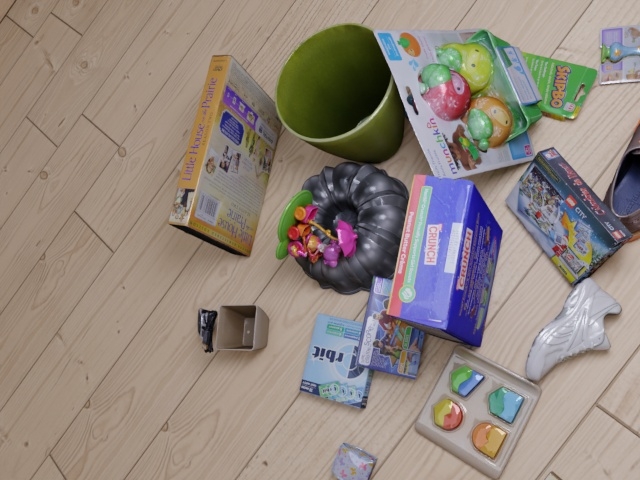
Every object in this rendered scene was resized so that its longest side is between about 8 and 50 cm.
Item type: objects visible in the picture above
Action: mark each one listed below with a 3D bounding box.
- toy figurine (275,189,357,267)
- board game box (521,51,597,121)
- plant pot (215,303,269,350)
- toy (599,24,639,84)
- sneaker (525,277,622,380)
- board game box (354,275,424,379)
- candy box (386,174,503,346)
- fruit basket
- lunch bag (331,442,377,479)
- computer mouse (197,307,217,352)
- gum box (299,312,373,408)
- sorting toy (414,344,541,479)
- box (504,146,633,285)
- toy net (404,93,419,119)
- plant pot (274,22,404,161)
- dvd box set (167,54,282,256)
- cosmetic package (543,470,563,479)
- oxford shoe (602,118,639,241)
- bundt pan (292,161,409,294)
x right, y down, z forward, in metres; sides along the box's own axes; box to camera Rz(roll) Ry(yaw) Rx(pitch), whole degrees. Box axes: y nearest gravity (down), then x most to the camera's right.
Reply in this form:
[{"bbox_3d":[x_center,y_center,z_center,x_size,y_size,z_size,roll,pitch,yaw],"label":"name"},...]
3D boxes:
[{"bbox_3d":[0.000,0.000,1.251,0.159,0.130,0.173,28,110,20],"label":"toy figurine"},{"bbox_3d":[0.476,-0.359,1.304,0.259,0.039,0.124,26,88,32],"label":"board game box"},{"bbox_3d":[-0.182,0.220,1.409,0.109,0.096,0.109,-4,72,25],"label":"plant pot"},{"bbox_3d":[0.712,-0.405,1.193,0.237,0.056,0.137,1,77,26],"label":"toy"},{"bbox_3d":[0.491,0.189,1.104,0.115,0.090,0.232,38,94,26],"label":"sneaker"},{"bbox_3d":[0.161,0.190,1.260,0.136,0.035,0.201,13,79,4],"label":"board game box"},{"bbox_3d":[0.255,0.054,1.123,0.122,0.317,0.268,9,78,27],"label":"candy box"},{"bbox_3d":[0.297,-0.297,1.172,0.165,0.353,0.327,-29,79,46],"label":"fruit basket"},{"bbox_3d":[0.071,0.484,1.235,0.083,0.053,0.071,20,86,19],"label":"lunch bag"},{"bbox_3d":[-0.282,0.211,1.441,0.042,0.193,0.106,1,95,-16],"label":"computer mouse"},{"bbox_3d":[0.047,0.273,1.315,0.157,0.041,0.184,9,79,27],"label":"gum box"},{"bbox_3d":[0.315,0.344,1.167,0.193,0.038,0.208,26,87,29],"label":"sorting toy"},{"bbox_3d":[0.483,-0.047,1.141,0.044,0.159,0.233,-18,62,-23],"label":"box"},{"bbox_3d":[0.291,-0.286,1.367,0.122,0.045,0.232,-36,65,10],"label":"toy net"},{"bbox_3d":[0.084,-0.293,1.322,0.275,0.293,0.274,-8,71,23],"label":"plant pot"},{"bbox_3d":[-0.220,-0.195,1.431,0.062,0.307,0.420,7,79,23],"label":"dvd box set"},{"bbox_3d":[0.456,0.489,1.055,0.115,0.041,0.060,37,93,29],"label":"cosmetic package"},{"bbox_3d":[0.657,-0.173,1.105,0.130,0.133,0.363,24,86,29],"label":"oxford shoe"},{"bbox_3d":[0.059,-0.043,1.359,0.331,0.124,0.331,-7,71,23],"label":"bundt pan"}]
